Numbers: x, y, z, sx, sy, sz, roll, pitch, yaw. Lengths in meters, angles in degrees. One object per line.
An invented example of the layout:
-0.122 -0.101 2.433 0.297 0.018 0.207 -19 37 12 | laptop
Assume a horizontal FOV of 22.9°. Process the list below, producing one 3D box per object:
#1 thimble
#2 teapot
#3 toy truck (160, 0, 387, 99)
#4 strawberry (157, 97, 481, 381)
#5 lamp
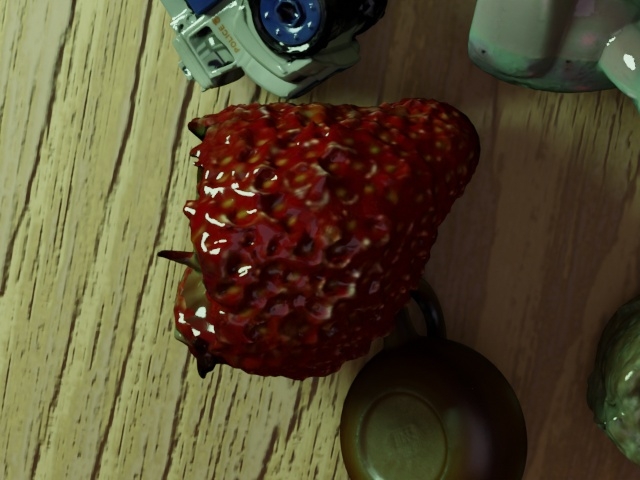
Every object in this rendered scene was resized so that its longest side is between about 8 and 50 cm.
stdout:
0.358 0.126 1.361 0.229 0.148 0.195 14 99 -2 | thimble
0.104 0.152 1.394 0.178 0.135 0.252 -17 79 33 | teapot
-0.063 -0.213 1.322 0.177 0.161 0.213 -34 90 24 | toy truck
0.000 -0.004 1.296 0.258 0.261 0.261 5 99 -3 | strawberry
0.277 -0.157 1.303 0.301 0.247 0.247 16 130 6 | lamp
